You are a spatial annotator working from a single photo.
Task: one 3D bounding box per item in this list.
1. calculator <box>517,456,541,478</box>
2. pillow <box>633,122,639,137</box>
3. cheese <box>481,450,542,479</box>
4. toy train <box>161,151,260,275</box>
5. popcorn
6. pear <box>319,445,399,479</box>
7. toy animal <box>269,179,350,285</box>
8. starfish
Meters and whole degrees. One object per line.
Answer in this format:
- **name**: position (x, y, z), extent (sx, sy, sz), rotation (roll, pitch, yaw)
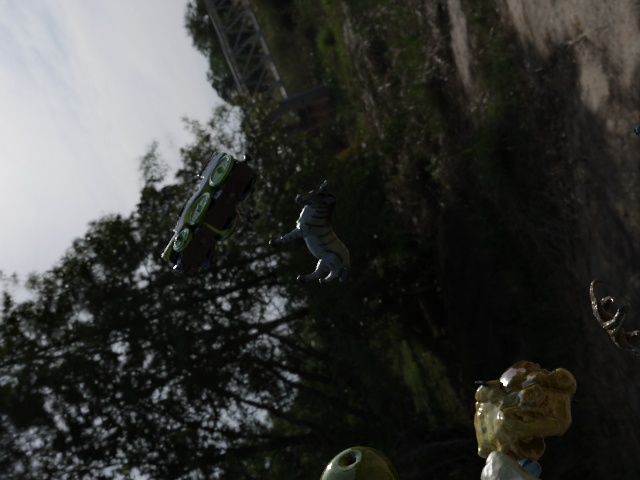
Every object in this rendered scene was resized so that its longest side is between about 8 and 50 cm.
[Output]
- **calculator**: position (0.442, 0.610, 1.425), extent (0.051, 0.173, 0.293), rotation (43, 162, 20)
- **pillow**: position (0.904, -0.254, 1.395), extent (0.034, 0.189, 0.255), rotation (12, -142, -47)
- **cheese**: position (0.425, 0.517, 1.154), extent (0.159, 0.093, 0.263), rotation (42, 174, -21)
- **toy train**: position (-0.246, -0.062, 1.304), extent (0.100, 0.296, 0.160), rotation (35, 169, -30)
- **popcorn**: position (0.554, 0.480, 1.664), extent (0.281, 0.316, 0.297), rotation (39, 150, -8)
- **pear**: position (0.094, 0.547, 1.243), extent (0.166, 0.180, 0.216), rotation (-8, 109, 52)
- **toy animal**: position (0.001, -0.004, 1.163), extent (0.217, 0.176, 0.073), rotation (52, -147, -18)
- **starfish**: position (0.684, 0.179, 1.357), extent (0.190, 0.074, 0.146), rotation (55, -166, 7)
